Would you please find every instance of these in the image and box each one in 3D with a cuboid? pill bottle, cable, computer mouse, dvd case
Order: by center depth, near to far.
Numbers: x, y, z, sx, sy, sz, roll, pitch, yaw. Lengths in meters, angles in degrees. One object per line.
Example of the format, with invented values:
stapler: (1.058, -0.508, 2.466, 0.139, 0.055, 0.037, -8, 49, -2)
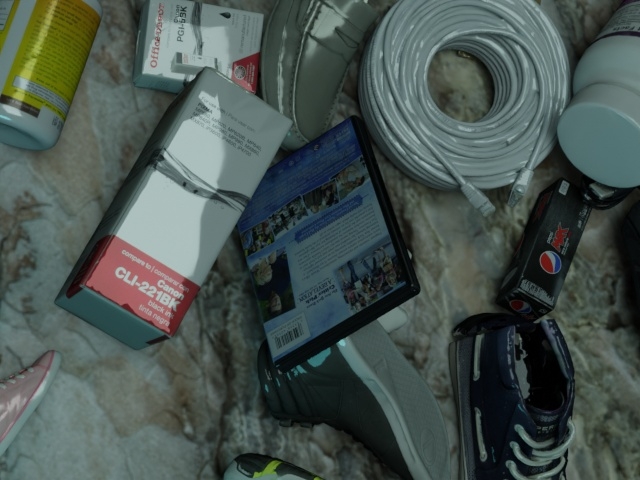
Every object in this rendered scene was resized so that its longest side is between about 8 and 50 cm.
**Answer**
dvd case: (0.000, 0.000, 1.753, 0.180, 0.022, 0.253, -31, 49, 18)
pill bottle: (-0.311, -0.215, 1.765, 0.117, 0.117, 0.215, 20, 77, -12)
pill bottle: (0.402, -0.203, 1.908, 0.169, 0.169, 0.301, 43, 58, -6)
cable: (0.172, -0.184, 1.909, 0.257, 0.089, 0.257, 38, 76, -8)
computer mouse: (0.423, 0.020, 1.941, 0.188, 0.072, 0.272, -18, 91, -42)

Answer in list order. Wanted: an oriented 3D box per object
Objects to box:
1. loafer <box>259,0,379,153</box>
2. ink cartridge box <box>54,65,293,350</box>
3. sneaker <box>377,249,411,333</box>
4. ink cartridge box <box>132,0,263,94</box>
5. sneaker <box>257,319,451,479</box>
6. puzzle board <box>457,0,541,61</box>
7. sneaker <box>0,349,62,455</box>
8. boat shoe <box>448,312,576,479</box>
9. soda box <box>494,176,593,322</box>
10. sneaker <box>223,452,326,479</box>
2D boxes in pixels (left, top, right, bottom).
loafer: (0.008, -0.256, 1.855, 0.112, 0.111, 0.319, 23, 72, -53)
ink cartridge box: (-0.160, -0.030, 1.738, 0.114, 0.197, 0.273, 31, 75, -11)
sneaker: (0.045, 0.004, 1.860, 0.115, 0.090, 0.232, -10, 93, -24)
ink cartridge box: (-0.140, -0.218, 1.847, 0.135, 0.056, 0.099, 8, 80, -15)
sneaker: (0.036, 0.192, 1.822, 0.295, 0.147, 0.104, 57, 31, -30)
puzzle board: (0.222, -0.277, 1.985, 0.096, 0.011, 0.128, 12, 78, -13)
sneaker: (-0.338, 0.162, 1.733, 0.070, 0.051, 0.134, 37, 78, -13)
boat shoe: (0.230, 0.244, 1.829, 0.127, 0.158, 0.340, -11, 84, -17)
soda box: (0.267, 0.011, 1.912, 0.053, 0.060, 0.169, 31, 61, -9)
sneaker: (0.045, 0.374, 1.767, 0.385, 0.145, 0.147, 37, 84, -2)
